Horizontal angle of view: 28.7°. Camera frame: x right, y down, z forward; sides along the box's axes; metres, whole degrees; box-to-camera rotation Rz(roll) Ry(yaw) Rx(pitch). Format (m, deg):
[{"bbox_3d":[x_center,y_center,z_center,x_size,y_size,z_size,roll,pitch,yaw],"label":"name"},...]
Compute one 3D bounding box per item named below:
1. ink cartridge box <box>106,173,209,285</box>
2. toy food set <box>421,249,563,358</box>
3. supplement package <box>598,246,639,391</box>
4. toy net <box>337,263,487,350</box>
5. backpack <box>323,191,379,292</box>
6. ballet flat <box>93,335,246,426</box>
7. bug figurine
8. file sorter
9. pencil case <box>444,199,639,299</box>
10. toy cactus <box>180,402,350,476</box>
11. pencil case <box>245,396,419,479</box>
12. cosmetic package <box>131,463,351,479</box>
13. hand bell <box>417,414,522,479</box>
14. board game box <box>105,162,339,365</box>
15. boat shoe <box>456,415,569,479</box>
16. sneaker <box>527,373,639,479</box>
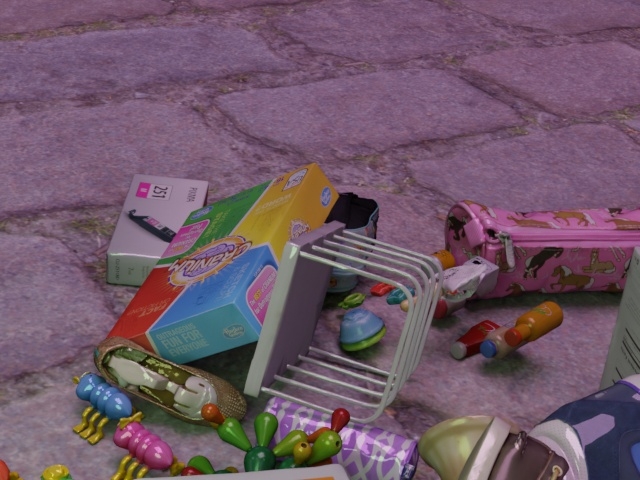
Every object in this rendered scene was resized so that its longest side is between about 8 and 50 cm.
[{"bbox_3d":[-0.196,-0.012,1.964,0.238,0.060,0.275,5,28,-1],"label":"ink cartridge box"},{"bbox_3d":[0.219,0.103,1.793,0.232,0.111,0.104,31,36,33],"label":"toy food set"},{"bbox_3d":[0.469,0.146,1.634,0.139,0.244,0.134,1,28,-9],"label":"supplement package"},{"bbox_3d":[0.133,0.084,1.772,0.232,0.045,0.122,-20,16,13],"label":"toy net"},{"bbox_3d":[0.000,0.000,1.889,0.165,0.144,0.188,10,10,4],"label":"backpack"},{"bbox_3d":[-0.191,0.183,1.556,0.206,0.073,0.067,21,3,-2],"label":"ballet flat"},{"bbox_3d":[-0.289,0.244,1.459,0.216,0.072,0.279,25,33,30],"label":"bug figurine"},{"bbox_3d":[0.041,0.102,1.593,0.173,0.193,0.277,17,10,11],"label":"file sorter"},{"bbox_3d":[0.389,0.014,1.949,0.386,0.160,0.167,0,28,-14],"label":"pencil case"},{"bbox_3d":[-0.073,0.267,1.413,0.219,0.112,0.180,-9,49,23],"label":"toy cactus"},{"bbox_3d":[0.020,0.255,1.507,0.206,0.088,0.086,17,-7,18],"label":"pencil case"},{"bbox_3d":[-0.010,0.406,1.035,0.230,0.161,0.453,1,37,-32],"label":"cosmetic package"},{"bbox_3d":[0.180,0.328,1.378,0.126,0.126,0.242,3,49,-7],"label":"hand bell"},{"bbox_3d":[-0.131,0.040,1.685,0.242,0.064,0.316,-20,26,33],"label":"board game box"},{"bbox_3d":[0.148,0.337,1.248,0.096,0.116,0.324,27,66,5],"label":"boat shoe"},{"bbox_3d":[0.343,0.326,1.367,0.236,0.130,0.323,-28,78,-18],"label":"sneaker"}]
